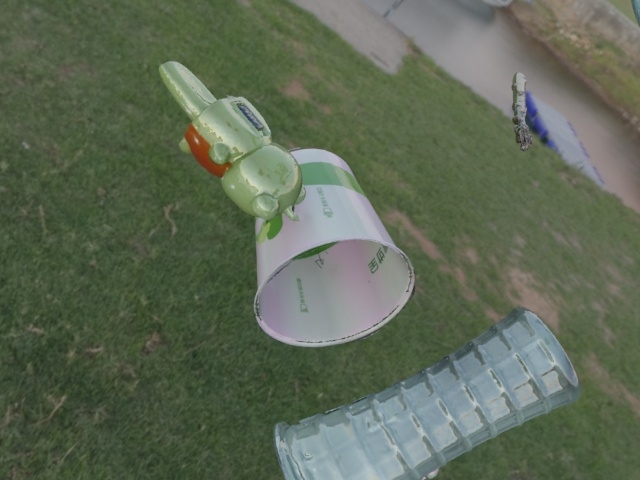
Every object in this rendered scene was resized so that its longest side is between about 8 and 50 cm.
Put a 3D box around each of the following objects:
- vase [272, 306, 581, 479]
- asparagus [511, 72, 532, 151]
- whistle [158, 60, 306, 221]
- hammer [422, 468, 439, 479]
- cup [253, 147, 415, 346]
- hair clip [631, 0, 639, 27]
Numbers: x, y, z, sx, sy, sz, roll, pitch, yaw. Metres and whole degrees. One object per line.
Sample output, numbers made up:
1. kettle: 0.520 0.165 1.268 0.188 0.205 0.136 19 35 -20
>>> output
1. vase: 0.112 0.186 0.647 0.143 0.299 0.143 61 0 -1
2. asparagus: 0.280 -0.187 0.859 0.025 0.024 0.248 7 35 12
3. whistle: -0.125 -0.135 0.862 0.288 0.106 0.131 48 27 2
4. hammer: 0.153 0.375 0.956 0.031 0.052 0.083 36 70 23
5. cup: 0.000 0.000 1.017 0.253 0.253 0.274 18 38 -30
6. hair clip: 0.505 -0.452 0.732 0.318 0.392 0.238 60 34 -31
